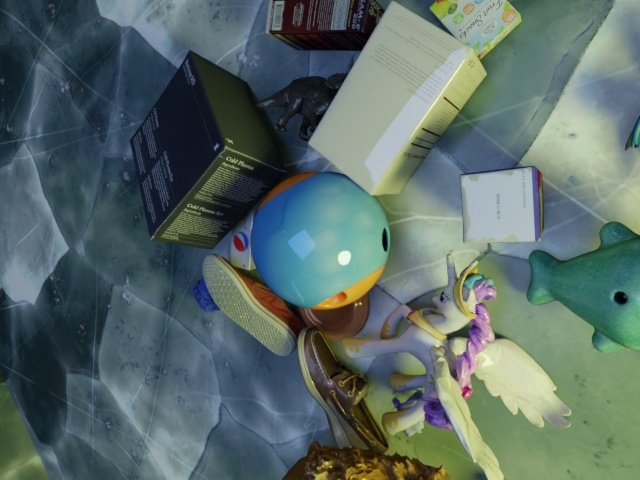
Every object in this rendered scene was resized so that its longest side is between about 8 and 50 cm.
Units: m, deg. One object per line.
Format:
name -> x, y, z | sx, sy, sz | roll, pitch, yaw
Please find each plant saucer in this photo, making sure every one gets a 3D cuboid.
plant saucer -> 0.022, 0.152, 1.007 | 0.200, 0.037, 0.200 | 4, 98, 30

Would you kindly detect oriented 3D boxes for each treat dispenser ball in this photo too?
treat dispenser ball -> 0.000, 0.000, 0.856 | 0.288, 0.288, 0.288 | 4, 98, 30

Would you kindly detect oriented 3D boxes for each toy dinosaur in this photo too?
toy dinosaur -> -0.016, -0.316, 0.946 | 0.313, 0.121, 0.160 | 16, 86, 41

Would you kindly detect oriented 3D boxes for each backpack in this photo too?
backpack -> -0.306, 0.142, 1.161 | 0.120, 0.101, 0.098 | -49, 65, 29

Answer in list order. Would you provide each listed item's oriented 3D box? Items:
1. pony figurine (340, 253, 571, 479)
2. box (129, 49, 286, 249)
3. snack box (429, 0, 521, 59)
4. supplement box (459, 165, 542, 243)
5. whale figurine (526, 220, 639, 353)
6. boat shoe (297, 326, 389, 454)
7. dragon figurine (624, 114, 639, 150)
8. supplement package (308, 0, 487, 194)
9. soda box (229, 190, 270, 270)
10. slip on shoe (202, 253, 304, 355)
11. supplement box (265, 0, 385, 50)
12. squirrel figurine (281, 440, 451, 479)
pony figurine -> 0.238, 0.247, 0.787 | 0.363, 0.302, 0.351 | -46, 64, 42
box -> -0.291, -0.210, 1.010 | 0.312, 0.179, 0.343 | -41, 57, 28
snack box -> 0.292, -0.429, 0.780 | 0.100, 0.037, 0.141 | -41, 76, 28
supplement box -> 0.318, -0.062, 0.705 | 0.114, 0.220, 0.111 | -2, 94, 31
whale figurine -> 0.452, 0.077, 0.660 | 0.272, 0.141, 0.216 | 10, 99, 55
boat shoe -> 0.059, 0.353, 0.970 | 0.123, 0.123, 0.342 | -24, 88, 23
dragon figurine -> 0.537, -0.171, 0.642 | 0.144, 0.085, 0.289 | 32, 110, 23
supplement package -> 0.147, -0.257, 0.804 | 0.177, 0.175, 0.293 | 42, 114, 17
soda box -> -0.187, -0.035, 1.087 | 0.074, 0.069, 0.216 | 10, 100, 29
slip on shoe -> -0.176, 0.155, 1.063 | 0.331, 0.101, 0.123 | 40, 125, 8
supplement box -> 0.016, -0.462, 0.882 | 0.239, 0.130, 0.073 | 15, 103, 27
squirrel figurine -> 0.078, 0.525, 0.807 | 0.370, 0.281, 0.397 | 20, 125, 33
